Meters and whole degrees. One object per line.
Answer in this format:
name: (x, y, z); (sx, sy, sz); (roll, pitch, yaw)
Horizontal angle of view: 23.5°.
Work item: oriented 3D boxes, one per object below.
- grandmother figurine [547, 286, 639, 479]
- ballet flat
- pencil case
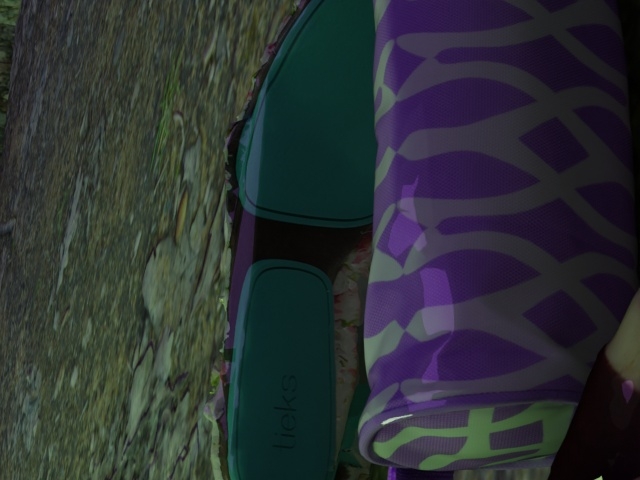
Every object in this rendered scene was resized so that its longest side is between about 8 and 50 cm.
grandmother figurine: (0.074, 0.095, 0.318); (0.207, 0.104, 0.342); (-63, 3, -31)
ballet flat: (0.000, 0.000, 0.641); (0.077, 0.091, 0.240); (-13, -63, -84)
pencil case: (0.049, -0.030, 0.468); (0.088, 0.086, 0.206); (-29, 51, 47)
